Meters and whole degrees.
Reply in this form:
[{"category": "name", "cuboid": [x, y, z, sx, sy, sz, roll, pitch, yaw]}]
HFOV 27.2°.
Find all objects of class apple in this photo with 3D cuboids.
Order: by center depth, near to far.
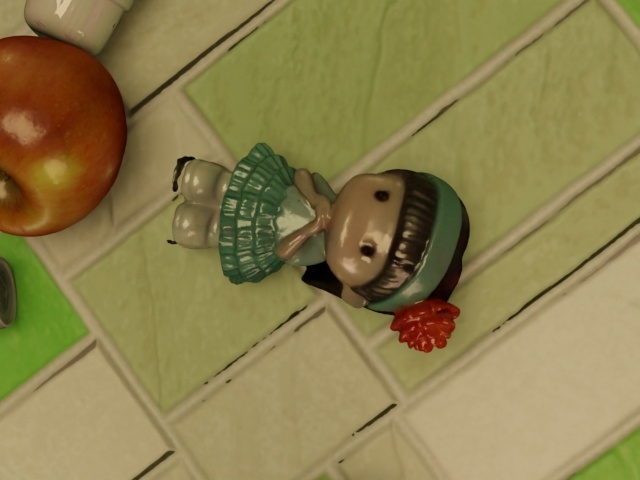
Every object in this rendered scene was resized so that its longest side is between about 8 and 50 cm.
[{"category": "apple", "cuboid": [-0.236, -0.088, 1.079, 0.163, 0.163, 0.139, 9, 48, 10]}]

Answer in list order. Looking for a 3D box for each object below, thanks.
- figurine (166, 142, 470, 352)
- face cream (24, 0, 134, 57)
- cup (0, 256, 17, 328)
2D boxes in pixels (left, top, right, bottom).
[{"category": "figurine", "cuboid": [0.000, 0.000, 1.056, 0.245, 0.110, 0.138, 11, 90, 15]}, {"category": "face cream", "cuboid": [-0.151, -0.319, 1.105, 0.102, 0.102, 0.346, 24, 89, 11]}, {"category": "cup", "cuboid": [-0.324, 0.038, 1.132, 0.116, 0.074, 0.104, -8, 56, 6]}]
